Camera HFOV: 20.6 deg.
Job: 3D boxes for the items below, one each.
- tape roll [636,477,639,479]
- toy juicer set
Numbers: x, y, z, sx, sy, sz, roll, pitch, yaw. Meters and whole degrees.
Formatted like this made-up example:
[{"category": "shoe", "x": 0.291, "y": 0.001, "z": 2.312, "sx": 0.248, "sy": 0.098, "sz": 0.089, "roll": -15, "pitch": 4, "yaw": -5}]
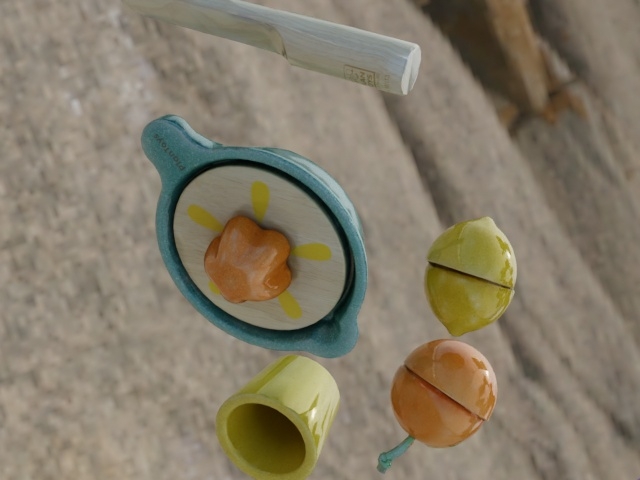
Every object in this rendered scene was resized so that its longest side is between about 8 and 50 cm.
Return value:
[{"category": "tape roll", "x": 0.316, "y": 0.269, "z": 1.213, "sx": 0.090, "sy": 0.274, "sz": 0.275, "roll": 22, "pitch": 53, "yaw": -73}, {"category": "toy juicer set", "x": 0.000, "y": 0.000, "z": 0.999, "sx": 0.089, "sy": 0.209, "sz": 0.329, "roll": -50, "pitch": 131, "yaw": -50}]
